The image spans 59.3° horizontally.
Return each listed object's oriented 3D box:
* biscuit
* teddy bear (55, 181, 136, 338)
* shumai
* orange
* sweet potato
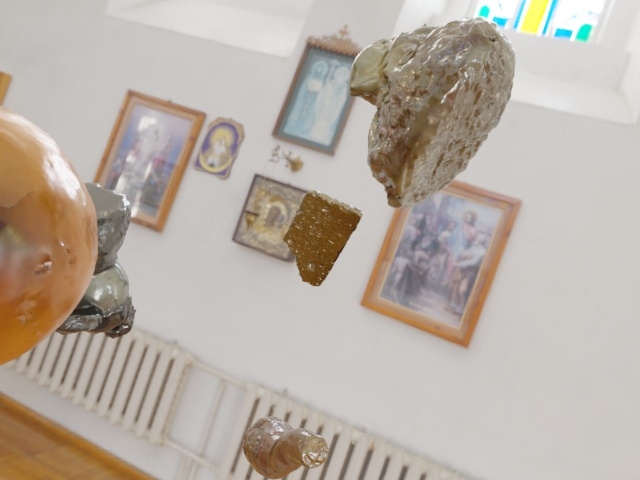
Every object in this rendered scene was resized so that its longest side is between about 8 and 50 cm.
[{"bbox_3d":[-0.012,-0.001,1.235,0.131,0.236,0.026,24,37,-7],"label":"biscuit"},{"bbox_3d":[-0.359,0.049,0.823,0.144,0.250,0.171,4,13,-1],"label":"teddy bear"},{"bbox_3d":[0.094,-0.138,0.552,0.153,0.162,0.209,54,-15,24],"label":"shumai"},{"bbox_3d":[-0.323,-0.005,0.485,0.246,0.246,0.246,19,-3,1],"label":"orange"},{"bbox_3d":[-0.076,0.371,1.000,0.109,0.109,0.385,19,-18,-8],"label":"sweet potato"}]
